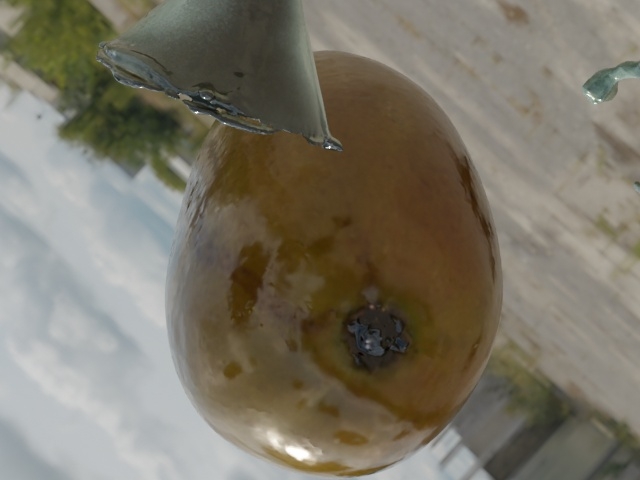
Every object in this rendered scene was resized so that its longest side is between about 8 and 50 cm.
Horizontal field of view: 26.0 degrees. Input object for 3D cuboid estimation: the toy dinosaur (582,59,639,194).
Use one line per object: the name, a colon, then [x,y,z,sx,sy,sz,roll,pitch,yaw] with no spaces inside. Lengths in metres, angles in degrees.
toy dinosaur: [0.334,-0.178,1.218,0.092,0.393,0.205,16,180,-23]

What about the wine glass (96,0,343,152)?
wine glass: [-0.017,-0.145,0.619,0.122,0.183,0.122,22,-170,-4]

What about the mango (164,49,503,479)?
mango: [0.000,0.000,1.008,0.221,0.264,0.378,18,-153,-23]
